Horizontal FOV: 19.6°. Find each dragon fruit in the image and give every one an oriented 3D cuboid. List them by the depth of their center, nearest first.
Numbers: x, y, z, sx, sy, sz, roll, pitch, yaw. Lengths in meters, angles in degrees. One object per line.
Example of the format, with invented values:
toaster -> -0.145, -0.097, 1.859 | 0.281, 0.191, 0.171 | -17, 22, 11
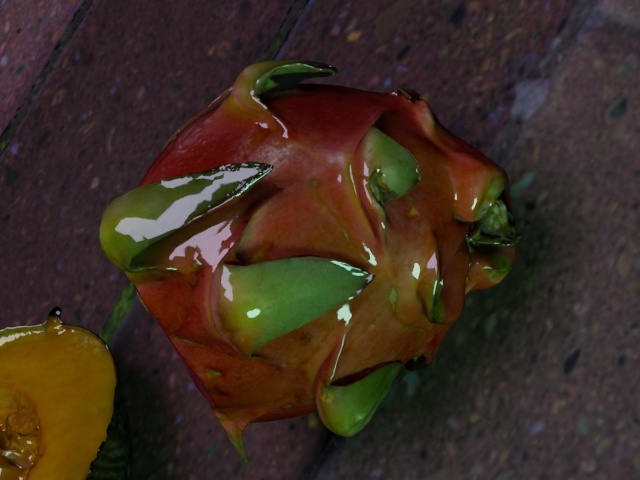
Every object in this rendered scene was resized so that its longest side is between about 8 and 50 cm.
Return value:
dragon fruit -> -0.006, 0.001, 1.093 | 0.227, 0.224, 0.224 | -39, 45, 2

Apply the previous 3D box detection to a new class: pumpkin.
pumpkin -> -0.166, 0.162, 1.246 | 0.163, 0.111, 0.278 | -45, 40, -9
